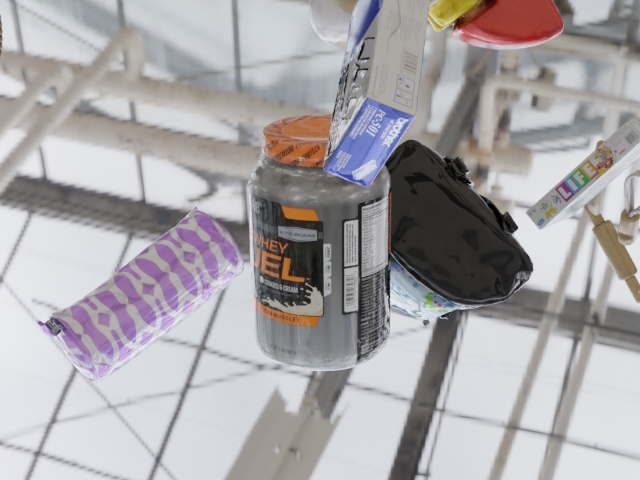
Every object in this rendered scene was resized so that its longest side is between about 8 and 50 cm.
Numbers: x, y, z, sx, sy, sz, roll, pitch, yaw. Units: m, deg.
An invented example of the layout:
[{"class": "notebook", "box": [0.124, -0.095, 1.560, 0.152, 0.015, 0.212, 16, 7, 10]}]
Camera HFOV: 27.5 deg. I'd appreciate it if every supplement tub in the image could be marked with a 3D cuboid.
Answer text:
[{"class": "supplement tub", "box": [0.000, 0.000, 1.773, 0.194, 0.315, 0.193, -1, -160, 0]}]

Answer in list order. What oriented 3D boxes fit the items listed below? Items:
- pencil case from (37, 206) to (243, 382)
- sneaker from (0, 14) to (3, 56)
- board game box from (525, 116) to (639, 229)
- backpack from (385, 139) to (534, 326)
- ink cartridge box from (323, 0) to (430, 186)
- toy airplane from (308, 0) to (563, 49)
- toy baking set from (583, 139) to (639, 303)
[{"class": "pencil case", "box": [-0.173, 0.053, 1.286, 0.206, 0.086, 0.088, -35, -134, -23]}, {"class": "sneaker", "box": [-0.441, -0.281, 1.474, 0.099, 0.282, 0.153, -10, -163, -43]}, {"class": "board game box", "box": [0.302, -0.075, 1.424, 0.026, 0.154, 0.103, 52, -152, 12]}, {"class": "backpack", "box": [0.142, -0.009, 2.071, 0.273, 0.290, 0.355, -44, -169, 5]}, {"class": "ink cartridge box", "box": [0.052, -0.154, 1.129, 0.046, 0.097, 0.207, 20, -131, -12]}, {"class": "toy airplane", "box": [0.060, -0.355, 1.492, 0.384, 0.386, 0.272, 34, -89, 38]}, {"class": "toy baking set", "box": [0.420, -0.013, 1.737, 0.030, 0.197, 0.256, -29, -93, -17]}]
